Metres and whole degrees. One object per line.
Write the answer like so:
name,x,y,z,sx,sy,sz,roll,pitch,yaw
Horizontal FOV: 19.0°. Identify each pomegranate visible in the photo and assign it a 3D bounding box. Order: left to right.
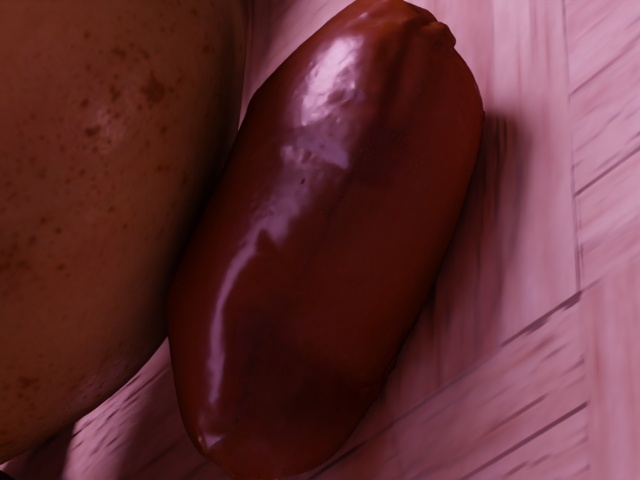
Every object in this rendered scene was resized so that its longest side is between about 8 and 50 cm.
pomegranate,-0.177,-0.040,0.700,0.319,0.319,0.319,-42,35,39

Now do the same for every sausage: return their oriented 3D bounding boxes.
sausage,0.000,0.000,0.673,0.089,0.089,0.179,5,68,62

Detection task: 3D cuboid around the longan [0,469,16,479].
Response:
longan,-0.175,0.164,0.789,0.204,0.159,0.185,-3,32,20
